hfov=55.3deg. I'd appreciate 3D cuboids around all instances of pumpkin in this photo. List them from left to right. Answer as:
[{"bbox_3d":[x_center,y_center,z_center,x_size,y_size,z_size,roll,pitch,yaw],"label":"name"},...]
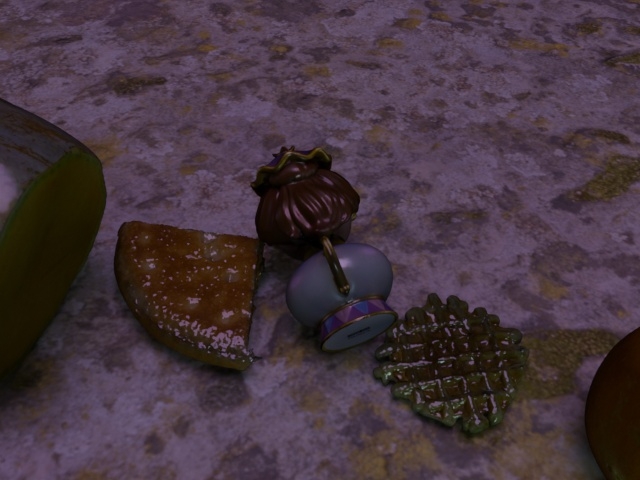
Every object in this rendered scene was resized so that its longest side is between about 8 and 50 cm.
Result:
[{"bbox_3d":[-0.374,0.011,0.652,0.199,0.332,0.332,26,46,3],"label":"pumpkin"}]

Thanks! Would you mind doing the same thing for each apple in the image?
[{"bbox_3d":[0.390,0.177,0.606,0.236,0.208,0.237,4,42,-4],"label":"apple"}]

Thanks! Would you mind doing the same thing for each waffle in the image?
[{"bbox_3d":[0.160,0.142,0.745,0.169,0.036,0.183,25,47,22],"label":"waffle"}]

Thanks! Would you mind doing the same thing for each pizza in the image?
[{"bbox_3d":[-0.154,0.053,0.792,0.292,0.058,0.197,38,51,27],"label":"pizza"}]

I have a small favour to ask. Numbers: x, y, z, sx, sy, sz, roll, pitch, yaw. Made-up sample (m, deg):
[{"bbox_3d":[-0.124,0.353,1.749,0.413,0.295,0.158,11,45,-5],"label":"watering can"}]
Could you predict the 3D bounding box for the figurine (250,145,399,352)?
[{"bbox_3d":[0.000,0.000,0.769,0.142,0.189,0.263,-19,66,-9],"label":"figurine"}]
